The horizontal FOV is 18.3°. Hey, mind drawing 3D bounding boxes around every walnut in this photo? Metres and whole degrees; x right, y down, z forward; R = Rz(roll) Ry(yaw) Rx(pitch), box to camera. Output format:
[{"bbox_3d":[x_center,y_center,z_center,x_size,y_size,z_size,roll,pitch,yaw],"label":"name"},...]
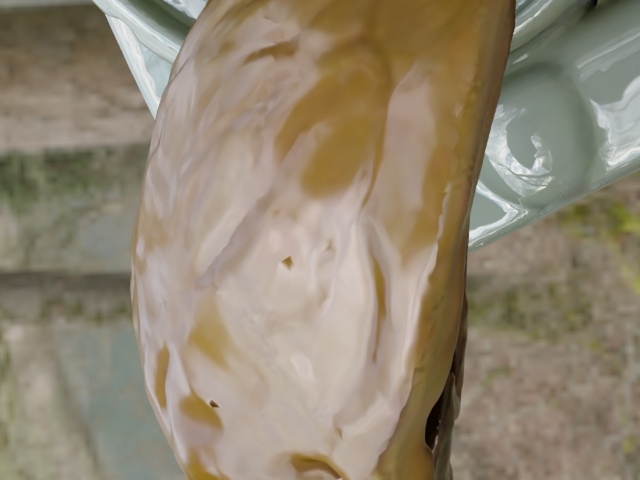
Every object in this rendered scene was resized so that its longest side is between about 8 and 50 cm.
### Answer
[{"bbox_3d":[-0.002,-0.002,0.488,0.211,0.087,0.167,93,-171,-45],"label":"walnut"}]

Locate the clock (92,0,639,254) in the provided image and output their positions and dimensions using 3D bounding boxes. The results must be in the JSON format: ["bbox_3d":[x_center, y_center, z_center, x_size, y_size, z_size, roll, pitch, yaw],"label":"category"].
[{"bbox_3d":[0.011,-0.156,0.673,0.324,0.265,0.108,59,-160,-8],"label":"clock"}]
